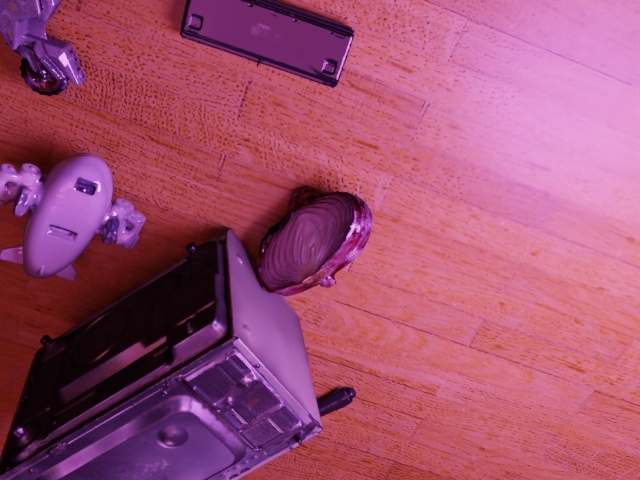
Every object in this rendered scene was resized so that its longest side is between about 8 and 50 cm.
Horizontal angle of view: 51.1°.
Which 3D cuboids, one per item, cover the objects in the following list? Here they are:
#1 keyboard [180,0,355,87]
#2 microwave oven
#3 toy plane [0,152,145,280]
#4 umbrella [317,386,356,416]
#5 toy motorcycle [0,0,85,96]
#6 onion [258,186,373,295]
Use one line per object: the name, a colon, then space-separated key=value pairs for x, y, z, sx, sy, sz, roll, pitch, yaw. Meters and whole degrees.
keyboard: x=-0.073 y=-0.281 z=0.911 sx=0.230 sy=0.025 sz=0.093 roll=18 pitch=117 yaw=-6
microwave oven: x=-0.242 y=0.208 z=1.012 sx=0.394 sy=0.333 sz=0.247 roll=-32 pitch=118 yaw=8
toy plane: x=-0.395 y=-0.036 z=1.026 sx=0.245 sy=0.117 sz=0.244 roll=-7 pitch=127 yaw=-10
umbrella: x=0.007 y=0.308 z=1.238 sx=0.133 sy=0.031 sz=0.036 roll=-30 pitch=140 yaw=18
toy motorcycle: x=-0.373 y=-0.302 z=0.893 sx=0.123 sy=0.080 sz=0.215 roll=-7 pitch=124 yaw=10
onion: x=0.000 y=0.000 z=1.028 sx=0.206 sy=0.151 sz=0.098 roll=-31 pitch=148 yaw=30
